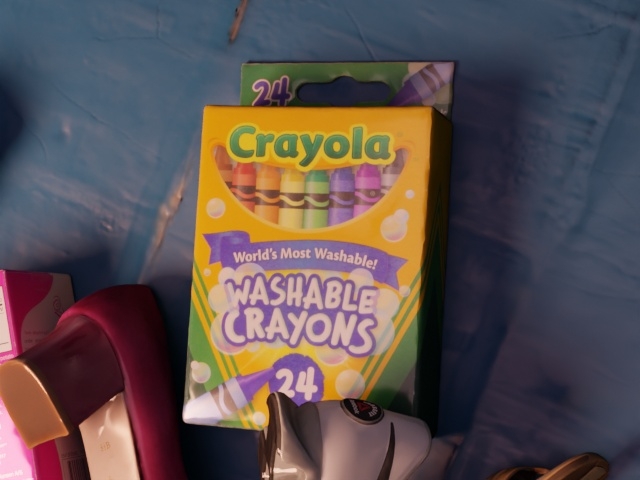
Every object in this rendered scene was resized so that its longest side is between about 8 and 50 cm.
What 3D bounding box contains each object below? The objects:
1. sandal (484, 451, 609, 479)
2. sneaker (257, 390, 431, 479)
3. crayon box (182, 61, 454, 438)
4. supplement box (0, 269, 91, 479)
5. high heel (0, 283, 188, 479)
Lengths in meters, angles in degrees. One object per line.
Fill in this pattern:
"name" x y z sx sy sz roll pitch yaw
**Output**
"sandal" 0.145 0.213 0.925 0.180 0.072 0.049 -35 55 17
"sneaker" 0.012 0.272 0.909 0.146 0.122 0.330 4 119 -13
"crayon box" 0.000 0.000 0.974 0.203 0.083 0.323 2 86 18
"supplement box" -0.281 0.144 1.041 0.114 0.111 0.220 -13 81 18
"high heel" -0.129 0.224 1.011 0.127 0.181 0.377 -13 104 35
